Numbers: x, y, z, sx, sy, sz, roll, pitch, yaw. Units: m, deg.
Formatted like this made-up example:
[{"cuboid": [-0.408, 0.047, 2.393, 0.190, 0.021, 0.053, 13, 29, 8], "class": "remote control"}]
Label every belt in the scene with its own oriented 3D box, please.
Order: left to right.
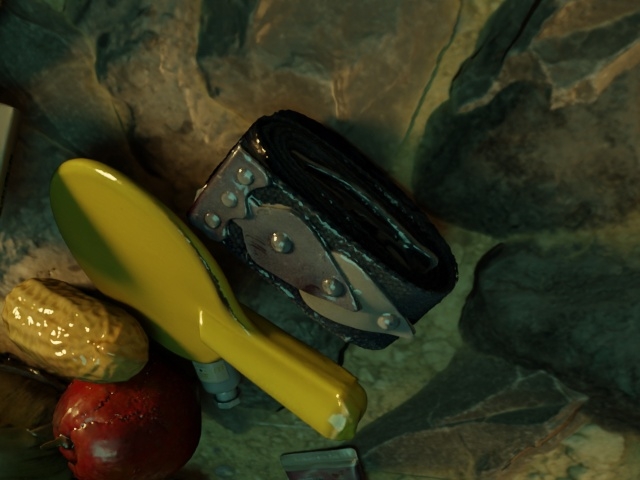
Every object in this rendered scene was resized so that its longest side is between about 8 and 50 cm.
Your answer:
[{"cuboid": [0.001, 0.000, 0.765, 0.218, 0.122, 0.128, 39, 126, -3], "class": "belt"}]

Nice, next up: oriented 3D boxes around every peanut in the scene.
[{"cuboid": [-0.245, 0.093, 0.885, 0.194, 0.083, 0.093, 19, 146, 35], "class": "peanut"}]

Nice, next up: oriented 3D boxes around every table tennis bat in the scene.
[{"cuboid": [-0.110, 0.054, 0.795, 0.369, 0.054, 0.224, 33, 147, 20], "class": "table tennis bat"}]

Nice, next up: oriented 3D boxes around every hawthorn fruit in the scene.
[{"cuboid": [-0.208, 0.191, 0.921, 0.148, 0.172, 0.148, 17, 116, 39], "class": "hawthorn fruit"}]

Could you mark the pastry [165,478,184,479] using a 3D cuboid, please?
[{"cuboid": [-0.166, 0.355, 1.034, 0.081, 0.153, 0.153, -10, 121, 10], "class": "pastry"}]

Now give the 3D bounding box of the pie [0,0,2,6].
[{"cuboid": [-0.389, -0.257, 0.727, 0.274, 0.055, 0.274, 6, 125, 9], "class": "pie"}]

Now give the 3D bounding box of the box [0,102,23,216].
[{"cuboid": [-0.399, -0.069, 0.773, 0.243, 0.067, 0.155, 13, 90, -13], "class": "box"}]

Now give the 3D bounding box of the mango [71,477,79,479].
[{"cuboid": [-0.342, 0.423, 1.097, 0.225, 0.201, 0.382, 13, 140, -13], "class": "mango"}]

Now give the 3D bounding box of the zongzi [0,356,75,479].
[{"cuboid": [-0.439, 0.211, 0.867, 0.356, 0.393, 0.174, 16, 103, -2], "class": "zongzi"}]

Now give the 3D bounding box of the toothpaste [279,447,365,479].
[{"cuboid": [0.038, 0.353, 1.045, 0.096, 0.061, 0.266, -12, 114, 22], "class": "toothpaste"}]

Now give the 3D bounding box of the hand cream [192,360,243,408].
[{"cuboid": [-0.118, 0.098, 0.909, 0.065, 0.043, 0.170, -1, 122, 26], "class": "hand cream"}]
